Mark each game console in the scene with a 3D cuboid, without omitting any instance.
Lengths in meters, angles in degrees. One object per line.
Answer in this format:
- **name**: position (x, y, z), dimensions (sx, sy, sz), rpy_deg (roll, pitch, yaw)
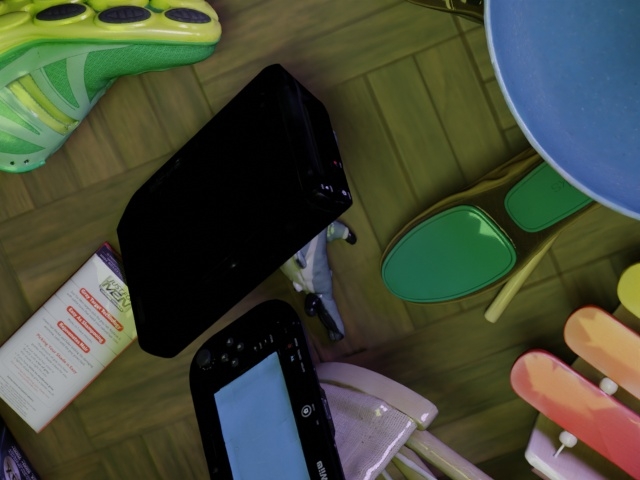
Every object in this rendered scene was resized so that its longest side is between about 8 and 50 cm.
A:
- **game console**: position (-0.044, 0.067, 1.308), dimensions (0.044, 0.361, 0.213), rpy_deg (16, 135, -40)

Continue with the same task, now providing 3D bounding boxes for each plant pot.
- **plant pot**: position (0.276, -0.161, 1.237), dimensions (0.290, 0.195, 0.290), rpy_deg (3, 99, 22)

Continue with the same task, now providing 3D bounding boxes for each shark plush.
- **shark plush**: position (0.000, 0.000, 1.413), dimensions (0.067, 0.073, 0.161), rpy_deg (-19, 95, -22)

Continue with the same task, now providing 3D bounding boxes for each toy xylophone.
- **toy xylophone**: position (0.261, 0.056, 1.381), dimensions (0.236, 0.081, 0.323), rpy_deg (28, 104, 0)

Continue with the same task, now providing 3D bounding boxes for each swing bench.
- **swing bench**: position (0.020, 0.255, 1.350), dimensions (0.254, 0.165, 0.253), rpy_deg (43, 66, -5)

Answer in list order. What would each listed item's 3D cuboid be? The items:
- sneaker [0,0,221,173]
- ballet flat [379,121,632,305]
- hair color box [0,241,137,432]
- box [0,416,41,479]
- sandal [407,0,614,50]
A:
- **sneaker**: position (-0.213, -0.122, 1.395), dimensions (0.295, 0.109, 0.123), rpy_deg (-14, 124, 7)
- **ballet flat**: position (0.145, -0.022, 1.376), dimensions (0.232, 0.073, 0.080), rpy_deg (-30, 99, 34)
- **hair color box**: position (-0.195, 0.076, 1.455), dimensions (0.141, 0.043, 0.072), rpy_deg (-43, 95, 14)
- **box**: position (-0.333, 0.168, 1.473), dimensions (0.147, 0.077, 0.180), rpy_deg (-28, 98, 12)
- **sandal**: position (0.134, -0.181, 1.362), dimensions (0.180, 0.049, 0.072), rpy_deg (22, 99, 16)
